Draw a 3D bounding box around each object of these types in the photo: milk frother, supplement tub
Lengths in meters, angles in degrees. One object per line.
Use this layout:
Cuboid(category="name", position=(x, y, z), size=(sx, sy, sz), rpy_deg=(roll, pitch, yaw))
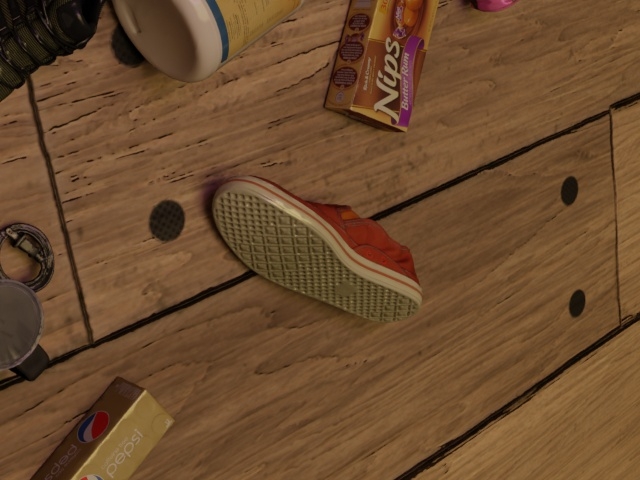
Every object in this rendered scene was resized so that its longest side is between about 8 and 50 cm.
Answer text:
Cuboid(category="milk frother", position=(-0.296, 0.046, 0.968), size=(0.129, 0.135, 0.143), rpy_deg=(34, 75, -42))
Cuboid(category="supplement tub", position=(-0.100, -0.271, 1.076), size=(0.200, 0.144, 0.144), rpy_deg=(-43, 125, -29))

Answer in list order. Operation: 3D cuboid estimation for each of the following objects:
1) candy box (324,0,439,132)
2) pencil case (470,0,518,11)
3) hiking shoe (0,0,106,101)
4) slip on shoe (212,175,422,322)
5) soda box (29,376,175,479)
Cuboid(category="candy box", position=(0.079, -0.240, 1.313), size=(0.109, 0.053, 0.186), rpy_deg=(16, 87, -44))
Cuboid(category="pencil case", position=(0.224, -0.416, 1.385), size=(0.098, 0.095, 0.209), rpy_deg=(-36, 124, -32))
Cuboid(category="hiking shoe", position=(-0.267, -0.199, 0.956), size=(0.226, 0.114, 0.086), rpy_deg=(-56, 129, -19))
Cuboid(category="slip on shoe", position=(0.000, 0.000, 1.265), size=(0.331, 0.123, 0.101), rpy_deg=(28, 47, -38))
Cuboid(category="soda box", position=(-0.242, 0.237, 1.112), size=(0.181, 0.058, 0.061), rpy_deg=(-51, 128, -22))
